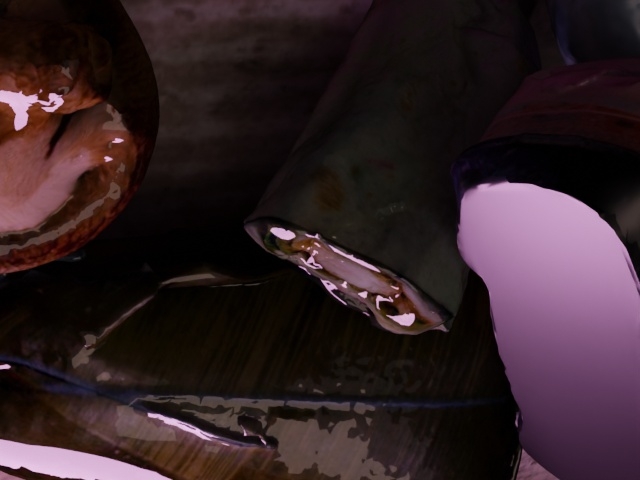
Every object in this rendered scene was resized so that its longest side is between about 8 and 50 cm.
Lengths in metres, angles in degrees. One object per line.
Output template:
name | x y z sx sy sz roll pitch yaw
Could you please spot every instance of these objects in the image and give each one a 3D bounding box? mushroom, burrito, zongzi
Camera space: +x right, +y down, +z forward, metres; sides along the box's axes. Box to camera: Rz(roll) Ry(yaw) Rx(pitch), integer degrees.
mushroom | -0.196 -0.091 0.525 0.194 0.138 0.231 -22 125 9
burrito | 0.062 -0.065 0.623 0.144 0.089 0.229 32 67 -17
zongzi | 0.000 0.000 0.700 0.403 0.208 0.432 25 90 -24

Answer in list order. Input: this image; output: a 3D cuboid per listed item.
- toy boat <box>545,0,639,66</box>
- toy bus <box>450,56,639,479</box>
toy boat | 0.235 -0.186 0.583 0.215 0.123 0.330 2 115 4
toy bus | 0.177 0.032 0.615 0.147 0.127 0.302 -54 136 -34
